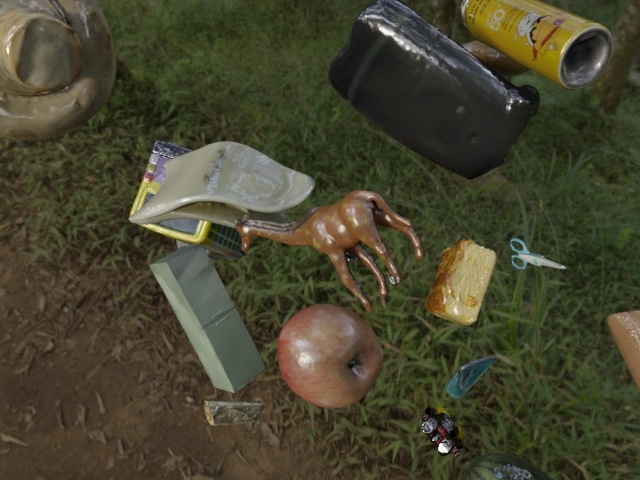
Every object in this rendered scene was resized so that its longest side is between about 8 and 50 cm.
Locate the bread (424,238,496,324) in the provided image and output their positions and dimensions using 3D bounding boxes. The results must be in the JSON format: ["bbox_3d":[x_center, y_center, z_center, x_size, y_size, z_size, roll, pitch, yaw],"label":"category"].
[{"bbox_3d":[0.329,0.103,1.341,0.114,0.275,0.185,19,86,6],"label":"bread"}]

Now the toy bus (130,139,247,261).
[{"bbox_3d":[-0.307,-0.082,1.492,0.209,0.440,0.249,17,84,6],"label":"toy bus"}]

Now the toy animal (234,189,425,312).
[{"bbox_3d":[0.000,0.000,0.749,0.230,0.224,0.066,46,36,9],"label":"toy animal"}]

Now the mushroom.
[{"bbox_3d":[-0.317,-0.191,0.577,0.206,0.206,0.209,-16,56,-12],"label":"mushroom"}]

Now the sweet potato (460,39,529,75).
[{"bbox_3d":[0.412,-0.436,1.339,0.346,0.079,0.108,-2,5,-22],"label":"sweet potato"}]

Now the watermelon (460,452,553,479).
[{"bbox_3d":[0.582,0.797,1.635,0.359,0.279,0.279,32,56,16],"label":"watermelon"}]

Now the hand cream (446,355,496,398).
[{"bbox_3d":[0.315,0.296,1.202,0.083,0.224,0.048,-16,63,-8],"label":"hand cream"}]

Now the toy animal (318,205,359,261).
[{"bbox_3d":[0.054,-0.013,1.797,0.116,0.179,0.218,-35,83,-5],"label":"toy animal"}]

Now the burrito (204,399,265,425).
[{"bbox_3d":[-0.286,0.577,1.866,0.226,0.087,0.060,9,7,-33],"label":"burrito"}]

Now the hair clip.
[{"bbox_3d":[-0.156,-0.086,0.931,0.282,0.113,0.172,15,44,0],"label":"hair clip"}]

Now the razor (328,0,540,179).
[{"bbox_3d":[0.188,-0.255,0.962,0.349,0.204,0.113,35,43,4],"label":"razor"}]

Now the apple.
[{"bbox_3d":[0.041,0.361,1.742,0.269,0.345,0.345,-10,39,37],"label":"apple"}]

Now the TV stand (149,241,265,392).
[{"bbox_3d":[-0.207,0.142,1.029,0.082,0.270,0.088,-34,16,-34],"label":"TV stand"}]

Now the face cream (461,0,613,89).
[{"bbox_3d":[0.357,-0.380,0.994,0.105,0.105,0.349,-15,39,-11],"label":"face cream"}]

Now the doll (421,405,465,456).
[{"bbox_3d":[0.312,0.480,1.408,0.088,0.248,0.127,-17,70,15],"label":"doll"}]

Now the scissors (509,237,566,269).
[{"bbox_3d":[0.365,0.033,0.944,0.014,0.058,0.119,-18,20,-21],"label":"scissors"}]

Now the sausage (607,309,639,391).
[{"bbox_3d":[0.873,0.305,1.480,0.123,0.123,0.253,-9,58,-6],"label":"sausage"}]
